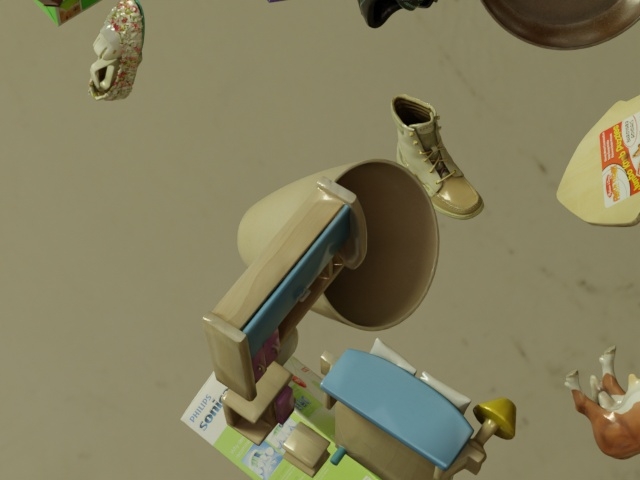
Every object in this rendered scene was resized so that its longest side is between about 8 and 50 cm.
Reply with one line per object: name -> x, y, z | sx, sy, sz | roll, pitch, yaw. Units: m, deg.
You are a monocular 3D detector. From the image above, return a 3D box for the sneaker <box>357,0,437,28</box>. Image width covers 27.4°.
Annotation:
sneaker -> 0.147, -0.354, 1.682 | 0.101, 0.106, 0.267 | 11, -20, -41

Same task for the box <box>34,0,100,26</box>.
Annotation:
box -> -0.417, -0.548, 2.307 | 0.231, 0.127, 0.262 | -35, -21, -22

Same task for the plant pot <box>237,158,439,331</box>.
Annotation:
plant pot -> 0.000, 0.000, 2.051 | 0.256, 0.257, 0.274 | -31, 22, -33

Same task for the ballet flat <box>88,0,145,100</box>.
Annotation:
ballet flat -> -0.346, -0.309, 2.208 | 0.077, 0.091, 0.241 | -25, -23, -27

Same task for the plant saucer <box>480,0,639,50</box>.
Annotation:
plant saucer -> 0.359, -0.431, 1.894 | 0.310, 0.311, 0.050 | -35, 19, 6

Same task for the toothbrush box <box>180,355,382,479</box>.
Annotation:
toothbrush box -> -0.026, 0.276, 1.846 | 0.122, 0.283, 0.206 | -55, -10, 11

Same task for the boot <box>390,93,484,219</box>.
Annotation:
boot -> 0.197, -0.144, 2.260 | 0.077, 0.213, 0.165 | -33, -36, -14

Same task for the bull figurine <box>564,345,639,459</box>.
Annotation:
bull figurine -> 0.523, 0.230, 1.978 | 0.310, 0.188, 0.101 | -32, -3, 36

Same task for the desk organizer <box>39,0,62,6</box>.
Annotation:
desk organizer -> -0.420, -0.442, 2.096 | 0.047, 0.050, 0.130 | 12, 75, 44

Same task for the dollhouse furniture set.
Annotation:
dollhouse furniture set -> 0.069, 0.137, 1.323 | 0.198, 0.303, 0.286 | -50, -21, -23

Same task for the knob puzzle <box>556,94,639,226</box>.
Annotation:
knob puzzle -> 0.365, -0.088, 1.549 | 0.213, 0.030, 0.213 | -34, 38, 31

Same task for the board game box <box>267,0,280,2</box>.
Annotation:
board game box -> -0.024, -0.501, 1.623 | 0.078, 0.233, 0.347 | -19, -23, -43
